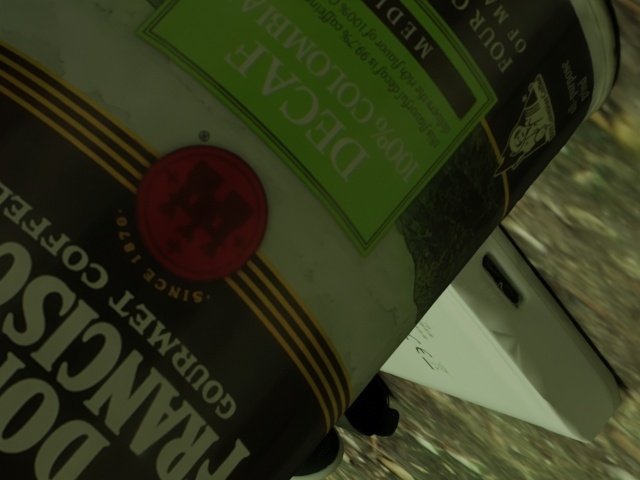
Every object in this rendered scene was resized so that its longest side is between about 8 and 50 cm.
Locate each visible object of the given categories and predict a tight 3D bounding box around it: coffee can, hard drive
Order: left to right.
[{"bbox_3d":[-0.060,-0.013,0.592,0.201,0.275,0.201,36,164,13],"label":"coffee can"},{"bbox_3d":[0.000,0.000,0.919,0.203,0.040,0.307,50,162,-29],"label":"hard drive"}]

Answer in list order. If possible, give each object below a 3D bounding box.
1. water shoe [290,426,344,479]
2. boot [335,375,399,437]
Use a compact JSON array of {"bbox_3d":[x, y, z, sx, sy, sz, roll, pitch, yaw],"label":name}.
[{"bbox_3d":[-0.063,0.107,1.293,0.203,0.073,0.080,41,162,-2],"label":"water shoe"},{"bbox_3d":[-0.042,0.060,1.144,0.137,0.076,0.198,15,164,47],"label":"boot"}]
